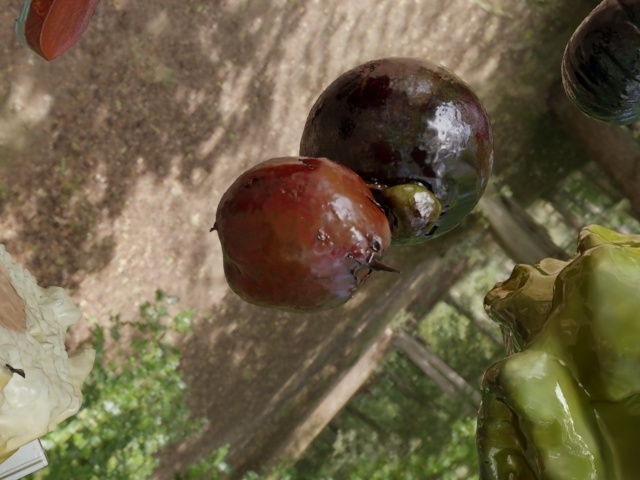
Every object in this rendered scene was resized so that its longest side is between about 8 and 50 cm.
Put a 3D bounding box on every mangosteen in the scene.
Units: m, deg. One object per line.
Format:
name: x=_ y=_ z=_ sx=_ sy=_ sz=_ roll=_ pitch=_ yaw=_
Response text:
mangosteen: x=0.115 y=-0.116 z=1.269 sx=0.297 sy=0.293 sz=0.297 roll=-14 pitch=140 yaw=-12

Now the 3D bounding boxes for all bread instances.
bread: x=-0.261 y=0.068 z=0.666 sx=0.211 sy=0.183 sz=0.224 roll=-8 pitch=-144 yaw=40

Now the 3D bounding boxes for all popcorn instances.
popcorn: x=0.240 y=0.136 z=0.581 sx=0.312 sy=0.312 sz=0.312 roll=-47 pitch=171 yaw=-10

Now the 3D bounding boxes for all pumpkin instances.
pumpkin: x=0.504 y=-0.263 z=1.302 sx=0.248 sy=0.248 sz=0.248 roll=-47 pitch=171 yaw=-10

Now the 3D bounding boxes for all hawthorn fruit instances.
hawthorn fruit: x=0.000 y=0.000 z=0.930 sx=0.181 sy=0.235 sz=0.181 roll=-24 pitch=121 yaw=-47

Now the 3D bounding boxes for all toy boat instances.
toy boat: x=-0.547 y=-0.513 z=1.774 sx=0.145 sy=0.133 sz=0.332 roll=-27 pitch=164 yaw=-48

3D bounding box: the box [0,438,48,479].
box: x=-0.349 y=0.149 z=0.820 sx=0.109 sy=0.198 sz=0.029 roll=-23 pitch=-168 yaw=-16
